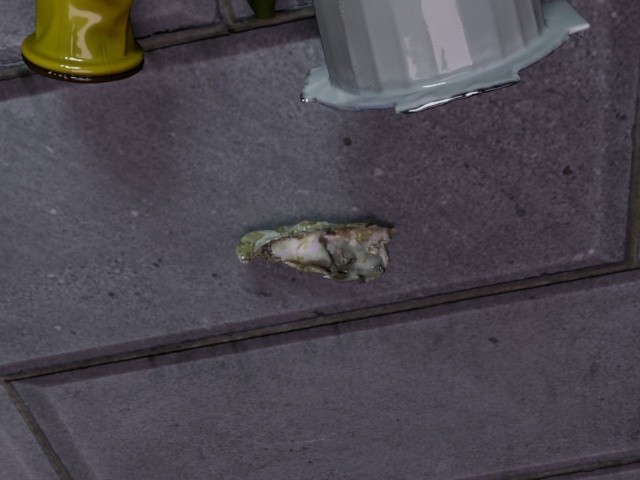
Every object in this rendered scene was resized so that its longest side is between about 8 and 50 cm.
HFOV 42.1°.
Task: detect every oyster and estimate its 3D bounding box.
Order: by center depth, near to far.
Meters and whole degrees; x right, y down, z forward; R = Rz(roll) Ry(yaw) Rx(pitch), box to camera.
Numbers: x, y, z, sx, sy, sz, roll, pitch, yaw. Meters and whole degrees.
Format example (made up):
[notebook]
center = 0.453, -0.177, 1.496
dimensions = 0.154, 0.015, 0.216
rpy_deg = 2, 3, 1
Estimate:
[oyster]
center = 0.002, 0.002, 1.042
dimensions = 0.199, 0.061, 0.106
rpy_deg = 19, 107, -22

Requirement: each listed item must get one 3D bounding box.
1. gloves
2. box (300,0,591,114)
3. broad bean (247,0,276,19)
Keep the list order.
[gloves]
center = -0.214, -0.300, 0.741
dimensions = 0.133, 0.116, 0.294
rpy_deg = 10, 124, 0
[box]
center = 0.102, -0.263, 0.739
dimensions = 0.291, 0.262, 0.206
rpy_deg = -34, 121, -27
[broad bean]
center = -0.094, -0.307, 0.785
dimensions = 0.069, 0.039, 0.227
rpy_deg = -13, 129, 34
